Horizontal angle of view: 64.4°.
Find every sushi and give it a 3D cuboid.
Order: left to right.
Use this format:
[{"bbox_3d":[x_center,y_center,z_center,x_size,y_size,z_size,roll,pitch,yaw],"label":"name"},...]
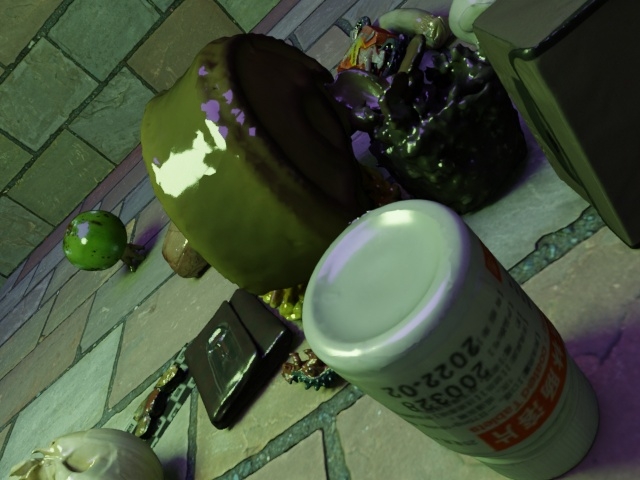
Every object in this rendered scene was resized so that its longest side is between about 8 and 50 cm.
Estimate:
[{"bbox_3d":[-0.295,0.281,0.931,0.139,0.031,0.200,10,63,56],"label":"sushi"}]

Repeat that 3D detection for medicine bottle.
[{"bbox_3d":[0.114,0.092,0.411,0.145,0.252,0.144,-29,36,24],"label":"medicine bottle"}]

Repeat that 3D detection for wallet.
[{"bbox_3d":[-0.147,0.178,0.845,0.182,0.049,0.229,-52,29,-4],"label":"wallet"}]

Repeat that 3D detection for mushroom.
[{"bbox_3d":[0.192,-0.450,1.085,0.081,0.091,0.223,-12,21,-27],"label":"mushroom"}]

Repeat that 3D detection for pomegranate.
[{"bbox_3d":[-0.618,0.013,1.464,0.182,0.224,0.181,-17,59,30],"label":"pomegranate"}]

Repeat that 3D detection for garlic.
[{"bbox_3d":[-0.337,0.358,0.740,0.185,0.203,0.281,-43,21,-30],"label":"garlic"}]

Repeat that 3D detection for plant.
[{"bbox_3d":[0.152,-0.160,0.679,0.178,0.234,0.204,-45,24,-5],"label":"plant"}]

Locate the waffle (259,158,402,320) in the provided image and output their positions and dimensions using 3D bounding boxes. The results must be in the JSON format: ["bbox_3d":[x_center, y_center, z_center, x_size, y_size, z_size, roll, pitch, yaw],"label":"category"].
[{"bbox_3d":[0.006,-0.008,0.852,0.300,0.058,0.282,-52,29,-5],"label":"waffle"}]

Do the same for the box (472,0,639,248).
[{"bbox_3d":[0.285,-0.155,0.469,0.188,0.252,0.153,-39,30,17],"label":"box"}]

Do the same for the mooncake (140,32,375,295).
[{"bbox_3d":[-0.064,-0.119,0.793,0.246,0.393,0.393,-35,73,27],"label":"mooncake"}]

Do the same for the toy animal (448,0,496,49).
[{"bbox_3d":[0.315,-0.403,0.842,0.193,0.127,0.178,-37,34,13],"label":"toy animal"}]

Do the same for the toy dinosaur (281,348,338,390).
[{"bbox_3d":[-0.001,0.167,0.663,0.154,0.049,0.055,-14,79,44],"label":"toy dinosaur"}]

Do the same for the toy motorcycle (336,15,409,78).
[{"bbox_3d":[0.107,-0.367,1.068,0.298,0.089,0.171,-110,37,-54],"label":"toy motorcycle"}]

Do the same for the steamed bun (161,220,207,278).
[{"bbox_3d":[-0.291,-0.001,1.187,0.145,0.106,0.175,23,87,53],"label":"steamed bun"}]
